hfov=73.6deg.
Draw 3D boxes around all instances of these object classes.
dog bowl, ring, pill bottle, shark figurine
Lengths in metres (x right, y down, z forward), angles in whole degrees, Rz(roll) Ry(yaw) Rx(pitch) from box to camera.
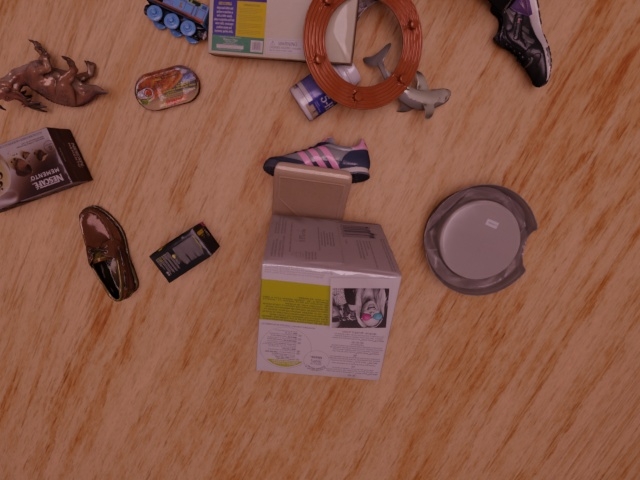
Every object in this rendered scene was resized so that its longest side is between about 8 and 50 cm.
[{"bbox_3d":[0.487,-0.007,1.342,0.349,0.102,0.348,0,103,-2],"label":"dog bowl"},{"bbox_3d":[0.119,-0.513,1.106,0.337,0.032,0.336,-4,106,-16],"label":"ring"},{"bbox_3d":[0.016,-0.439,1.228,0.187,0.112,0.112,-33,101,6],"label":"pill bottle"},{"bbox_3d":[0.238,-0.429,1.248,0.278,0.116,0.166,25,67,-15],"label":"shark figurine"}]

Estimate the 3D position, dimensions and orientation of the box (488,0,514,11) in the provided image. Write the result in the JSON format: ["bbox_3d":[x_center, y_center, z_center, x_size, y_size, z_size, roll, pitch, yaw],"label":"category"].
[{"bbox_3d":[0.395,-0.857,0.931,0.480,0.472,0.297,41,99,0],"label":"box"}]

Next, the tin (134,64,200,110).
[{"bbox_3d":[-0.445,-0.443,1.254,0.190,0.040,0.106,-14,98,2],"label":"tin"}]

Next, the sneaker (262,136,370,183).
[{"bbox_3d":[-0.010,-0.247,1.289,0.319,0.112,0.130,3,79,0],"label":"sneaker"}]

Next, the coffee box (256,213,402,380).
[{"bbox_3d":[0.007,0.149,1.215,0.339,0.337,0.334,5,114,-3],"label":"coffee box"}]

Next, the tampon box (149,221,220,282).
[{"bbox_3d":[-0.413,0.032,1.315,0.161,0.120,0.101,-32,102,5],"label":"tampon box"}]

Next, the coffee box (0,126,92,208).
[{"bbox_3d":[-0.862,-0.201,1.252,0.298,0.119,0.168,-18,101,3],"label":"coffee box"}]

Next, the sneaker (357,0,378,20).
[{"bbox_3d":[0.073,-0.638,1.202,0.282,0.105,0.115,-17,109,14],"label":"sneaker"}]

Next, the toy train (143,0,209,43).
[{"bbox_3d":[-0.396,-0.630,1.196,0.184,0.080,0.105,23,92,-4],"label":"toy train"}]

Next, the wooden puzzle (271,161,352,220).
[{"bbox_3d":[-0.032,-0.127,1.290,0.221,0.044,0.238,7,136,-3],"label":"wooden puzzle"}]

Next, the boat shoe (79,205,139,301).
[{"bbox_3d":[-0.655,0.040,1.318,0.111,0.104,0.307,-22,102,3],"label":"boat shoe"}]

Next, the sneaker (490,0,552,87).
[{"bbox_3d":[0.566,-0.569,1.232,0.124,0.107,0.283,-16,95,11],"label":"sneaker"}]

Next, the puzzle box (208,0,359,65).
[{"bbox_3d":[-0.101,-0.628,1.149,0.409,0.052,0.271,9,104,10],"label":"puzzle box"}]

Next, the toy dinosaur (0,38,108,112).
[{"bbox_3d":[-0.755,-0.431,1.210,0.296,0.127,0.200,16,109,-17],"label":"toy dinosaur"}]
